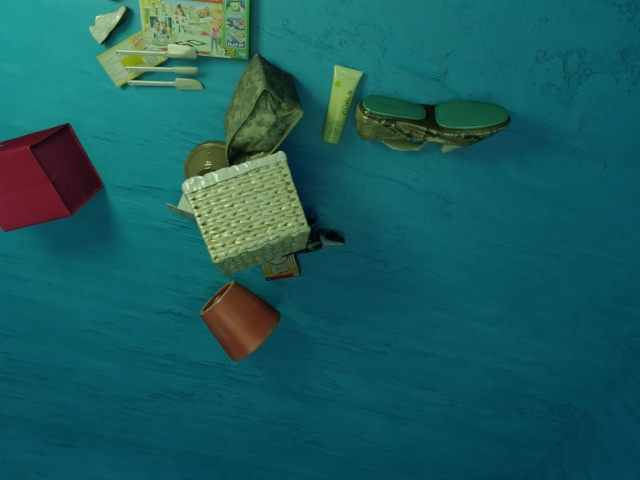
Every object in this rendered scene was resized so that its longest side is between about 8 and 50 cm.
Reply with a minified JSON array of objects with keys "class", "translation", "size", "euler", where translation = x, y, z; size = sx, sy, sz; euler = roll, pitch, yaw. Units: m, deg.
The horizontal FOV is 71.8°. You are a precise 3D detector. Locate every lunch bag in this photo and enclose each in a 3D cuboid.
[{"class":"lunch bag","translation":[-0.202,-0.382,1.379],"size":[0.168,0.235,0.287],"euler":[23,125,-34]}]

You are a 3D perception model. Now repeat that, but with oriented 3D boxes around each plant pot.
[{"class":"plant pot","translation":[-0.343,0.315,1.817],"size":[0.275,0.275,0.243],"euler":[-37,104,21]},{"class":"plant pot","translation":[-0.373,-0.224,1.566],"size":[0.237,0.110,0.238],"euler":[1,120,1]}]

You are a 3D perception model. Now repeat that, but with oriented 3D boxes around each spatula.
[{"class":"spatula","translation":[-0.501,-0.541,1.384],"size":[0.241,0.019,0.168],"euler":[1,154,-3]}]

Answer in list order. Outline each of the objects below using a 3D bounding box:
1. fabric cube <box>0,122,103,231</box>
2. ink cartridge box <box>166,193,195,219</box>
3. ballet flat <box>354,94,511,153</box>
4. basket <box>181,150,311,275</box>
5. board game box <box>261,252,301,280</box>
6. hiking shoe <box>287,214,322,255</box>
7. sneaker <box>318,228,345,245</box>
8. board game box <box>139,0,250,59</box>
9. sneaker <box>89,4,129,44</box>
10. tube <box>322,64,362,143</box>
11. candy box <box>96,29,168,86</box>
[{"class":"fabric cube","translation":[-0.965,-0.218,1.505],"size":[0.257,0.254,0.259],"euler":[-12,120,9]},{"class":"ink cartridge box","translation":[-0.455,-0.116,1.625],"size":[0.198,0.115,0.067],"euler":[20,76,-11]},{"class":"ballet flat","translation":[0.352,-0.369,1.448],"size":[0.481,0.164,0.182],"euler":[5,143,5]},{"class":"basket","translation":[-0.227,-0.071,1.421],"size":[0.331,0.328,0.267],"euler":[-18,81,-9]},{"class":"board game box","translation":[-0.170,0.064,1.770],"size":[0.146,0.045,0.194],"euler":[-10,120,7]},{"class":"hiking shoe","translation":[-0.139,-0.006,1.659],"size":[0.303,0.113,0.132],"euler":[-9,86,16]},{"class":"sneaker","translation":[0.000,0.000,1.720],"size":[0.190,0.071,0.083],"euler":[10,128,6]},{"class":"board game box","translation":[-0.370,-0.669,1.318],"size":[0.316,0.046,0.214],"euler":[3,122,-6]},{"class":"sneaker","translation":[-0.645,-0.665,1.341],"size":[0.152,0.054,0.061],"euler":[-33,112,20]},{"class":"tube","translation":[0.061,-0.442,1.452],"size":[0.070,0.062,0.240],"euler":[-9,125,-41]},{"class":"candy box","translation":[-0.595,-0.581,1.404],"size":[0.205,0.027,0.105],"euler":[-22,117,14]}]
